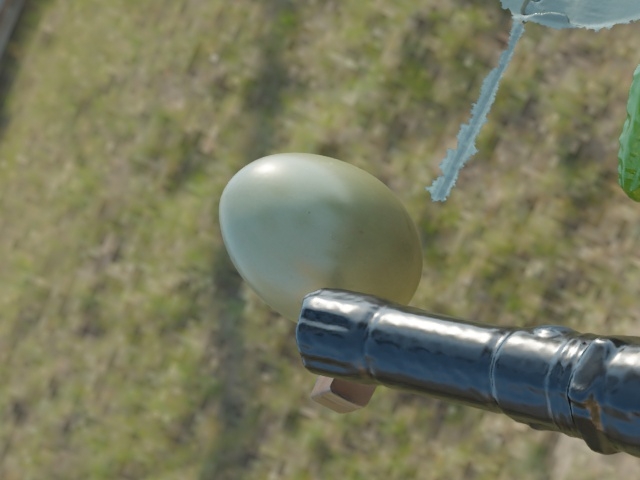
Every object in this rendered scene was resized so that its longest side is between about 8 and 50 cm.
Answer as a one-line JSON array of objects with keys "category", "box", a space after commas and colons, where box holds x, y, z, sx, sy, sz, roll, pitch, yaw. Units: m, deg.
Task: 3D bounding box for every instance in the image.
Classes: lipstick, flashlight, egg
[{"category": "lipstick", "box": [0.024, 0.145, 1.945, 0.045, 0.045, 0.145, -61, 3, -11]}, {"category": "flashlight", "box": [0.154, 0.101, 1.558, 0.424, 0.103, 0.103, 11, 77, 41]}, {"category": "egg", "box": [0.000, 0.000, 2.155, 0.186, 0.241, 0.186, -54, -3, -4]}]

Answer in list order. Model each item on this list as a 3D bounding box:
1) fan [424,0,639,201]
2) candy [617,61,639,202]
[{"category": "fan", "box": [0.138, -0.160, 1.248, 0.009, 0.190, 0.329, 81, -149, -66]}, {"category": "candy", "box": [0.297, -0.127, 1.581, 0.097, 0.096, 0.210, -121, 48, -67]}]
